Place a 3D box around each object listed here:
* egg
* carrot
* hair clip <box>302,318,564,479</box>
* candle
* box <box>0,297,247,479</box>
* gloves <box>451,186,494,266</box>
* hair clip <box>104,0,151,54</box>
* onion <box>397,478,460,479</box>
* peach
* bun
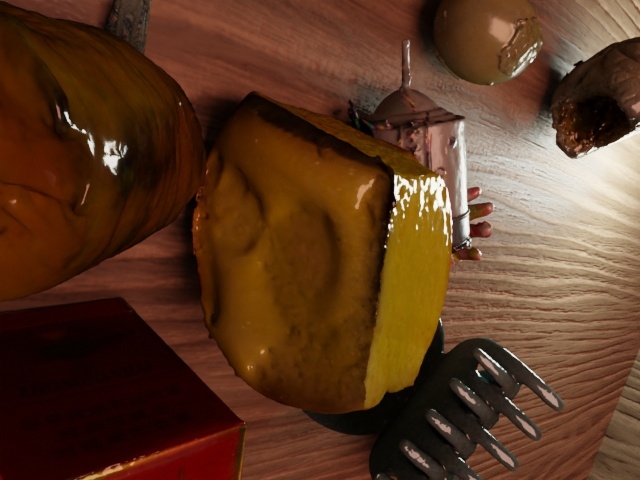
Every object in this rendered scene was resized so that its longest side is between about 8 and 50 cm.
[{"bbox_3d":[0.276,-0.343,0.881,0.202,0.164,0.164,18,95,-39],"label":"egg"},{"bbox_3d":[-0.253,-0.084,0.485,0.242,0.340,0.241,0,102,0],"label":"carrot"},{"bbox_3d":[0.207,0.305,0.910,0.392,0.238,0.318,44,82,-8],"label":"hair clip"},{"bbox_3d":[0.138,-0.137,0.828,0.188,0.188,0.329,-18,111,-34],"label":"candle"},{"bbox_3d":[-0.243,0.165,0.542,0.198,0.313,0.089,-5,111,-39],"label":"box"},{"bbox_3d":[0.225,0.000,1.015,0.145,0.126,0.241,31,90,-16],"label":"gloves"},{"bbox_3d":[-0.224,-0.189,0.601,0.066,0.036,0.228,2,114,-36],"label":"hair clip"},{"bbox_3d":[0.228,0.446,1.182,0.271,0.195,0.272,-60,164,-29],"label":"onion"},{"bbox_3d":[0.000,0.000,0.699,0.242,0.307,0.379,-12,103,-61],"label":"peach"},{"bbox_3d":[0.639,-0.320,1.158,0.282,0.282,0.204,-19,85,-34],"label":"bun"}]
